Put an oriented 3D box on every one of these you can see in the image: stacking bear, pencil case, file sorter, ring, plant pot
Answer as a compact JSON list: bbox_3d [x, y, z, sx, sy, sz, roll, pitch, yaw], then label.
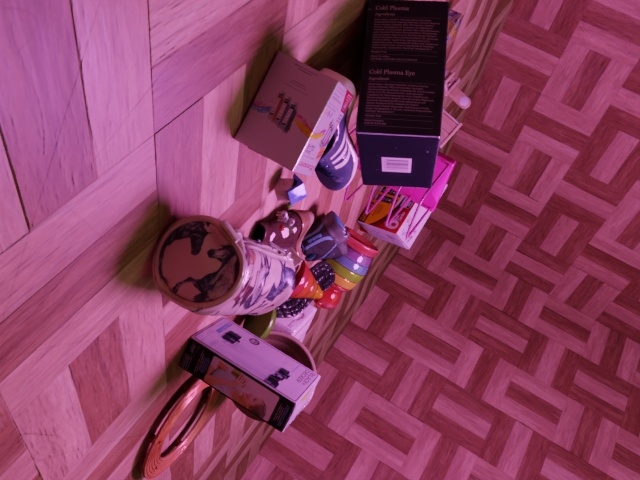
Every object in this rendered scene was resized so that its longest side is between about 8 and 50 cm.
[{"bbox_3d":[0.068,0.116,2.319,0.289,0.164,0.175,-58,168,11],"label":"stacking bear"},{"bbox_3d":[-0.164,0.055,1.229,0.183,0.160,0.410,-48,167,2],"label":"pencil case"},{"bbox_3d":[0.185,-0.175,1.801,0.182,0.290,0.202,-47,162,-35],"label":"file sorter"},{"bbox_3d":[-0.362,0.473,1.700,0.336,0.032,0.336,-55,166,-20],"label":"ring"},{"bbox_3d":[-0.170,0.420,1.920,0.263,0.263,0.229,-52,-177,-31],"label":"plant pot"}]

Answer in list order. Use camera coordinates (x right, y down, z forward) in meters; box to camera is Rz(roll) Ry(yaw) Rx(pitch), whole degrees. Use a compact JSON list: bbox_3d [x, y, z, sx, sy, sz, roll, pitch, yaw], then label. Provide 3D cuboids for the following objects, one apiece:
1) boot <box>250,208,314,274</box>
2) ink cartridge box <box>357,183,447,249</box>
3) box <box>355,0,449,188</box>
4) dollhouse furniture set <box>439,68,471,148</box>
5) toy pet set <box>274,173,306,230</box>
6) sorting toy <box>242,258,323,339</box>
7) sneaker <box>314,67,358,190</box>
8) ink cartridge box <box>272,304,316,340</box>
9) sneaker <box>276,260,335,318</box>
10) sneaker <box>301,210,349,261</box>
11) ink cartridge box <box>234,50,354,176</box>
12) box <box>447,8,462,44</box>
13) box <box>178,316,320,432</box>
[{"bbox_3d":[-0.125,0.033,1.589,0.207,0.090,0.248,-21,142,-52],"label":"boot"},{"bbox_3d":[0.296,-0.155,2.532,0.309,0.272,0.130,-58,137,-12],"label":"ink cartridge box"},{"bbox_3d":[0.189,-0.322,1.484,0.343,0.179,0.312,64,30,-76],"label":"box"},{"bbox_3d":[0.410,-0.435,2.140,0.303,0.174,0.355,-49,180,1],"label":"dollhouse furniture set"},{"bbox_3d":[-0.057,-0.097,1.465,0.114,0.065,0.122,77,21,-47],"label":"toy pet set"},{"bbox_3d":[-0.115,0.222,1.758,0.365,0.126,0.127,-53,-148,7],"label":"sorting toy"},{"bbox_3d":[-0.006,-0.200,1.386,0.148,0.131,0.350,-53,157,-25],"label":"sneaker"},{"bbox_3d":[-0.124,0.322,2.128,0.172,0.100,0.237,-42,159,-55],"label":"ink cartridge box"},{"bbox_3d":[-0.085,0.164,1.923,0.283,0.107,0.124,-26,-179,-40],"label":"sneaker"},{"bbox_3d":[0.000,0.000,1.939,0.139,0.125,0.341,-30,168,-3],"label":"sneaker"},{"bbox_3d":[-0.046,-0.221,1.158,0.176,0.127,0.128,-61,168,8],"label":"ink cartridge box"},{"bbox_3d":[0.380,-0.645,2.029,0.169,0.059,0.054,-58,165,-10],"label":"box"},{"bbox_3d":[-0.162,0.308,1.513,0.087,0.290,0.169,-64,166,18],"label":"box"}]
